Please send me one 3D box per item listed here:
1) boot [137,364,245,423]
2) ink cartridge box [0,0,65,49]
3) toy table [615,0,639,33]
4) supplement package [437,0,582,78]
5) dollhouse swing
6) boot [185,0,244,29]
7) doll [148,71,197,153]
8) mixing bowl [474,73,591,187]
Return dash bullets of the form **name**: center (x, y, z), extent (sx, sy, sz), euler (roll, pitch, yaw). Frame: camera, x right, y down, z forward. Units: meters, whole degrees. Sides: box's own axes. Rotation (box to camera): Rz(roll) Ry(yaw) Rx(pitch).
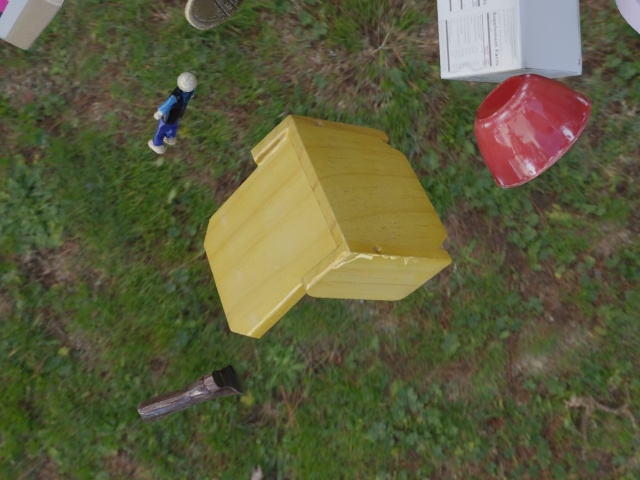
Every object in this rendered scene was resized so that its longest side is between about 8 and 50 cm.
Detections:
- **boot**: center (-0.159, 0.193, 1.085), extent (0.114, 0.106, 0.037), euler (-28, 70, 13)
- **ink cartridge box**: center (-0.347, -0.283, 0.812), extent (0.234, 0.193, 0.088), euler (26, 79, -23)
- **toy table**: center (0.469, -0.340, 1.053), extent (0.252, 0.274, 0.161), euler (11, 127, -4)
- **supplement package**: center (0.322, -0.377, 1.485), extent (0.145, 0.261, 0.204), euler (0, 97, 36)
- **dollhouse swing**: center (0.000, 0.000, 1.653), extent (0.315, 0.347, 0.305), euler (5, 134, -33)
- **boot**: center (-0.181, -0.429, 1.416), extent (0.077, 0.165, 0.213), euler (38, 75, -40)
- **doll**: center (-0.284, -0.259, 1.730), extent (0.046, 0.129, 0.189), euler (37, 136, 4)
- **mixing bowl**: center (0.293, -0.177, 1.292), extent (0.098, 0.181, 0.181), euler (41, 102, -17)
